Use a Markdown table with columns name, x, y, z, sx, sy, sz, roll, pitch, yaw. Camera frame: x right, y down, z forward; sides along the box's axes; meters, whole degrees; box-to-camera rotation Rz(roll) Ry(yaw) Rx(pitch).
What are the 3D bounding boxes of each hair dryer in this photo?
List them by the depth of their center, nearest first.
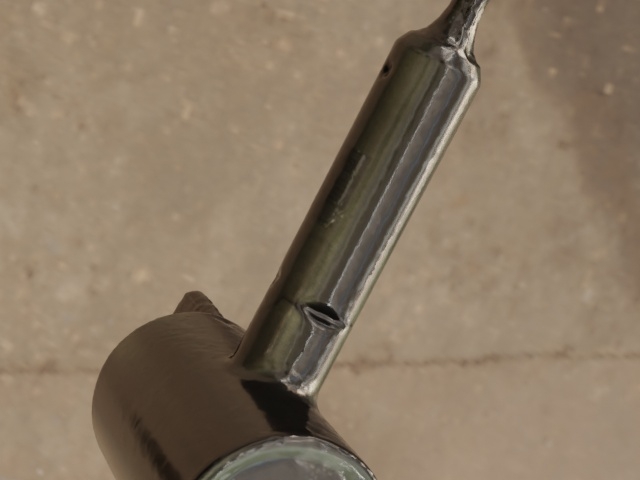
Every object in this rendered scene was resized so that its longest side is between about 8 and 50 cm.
| name | x | y | z | sx | sy | sz | roll | pitch | yaw |
| --- | --- | --- | --- | --- | --- | --- | --- | --- | --- |
| hair dryer | 0.000 | 0.000 | 0.689 | 0.078 | 0.195 | 0.248 | 27 | 96 | -23 |
